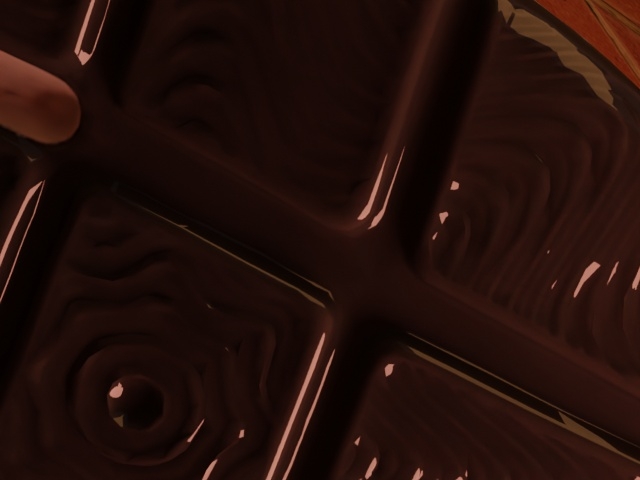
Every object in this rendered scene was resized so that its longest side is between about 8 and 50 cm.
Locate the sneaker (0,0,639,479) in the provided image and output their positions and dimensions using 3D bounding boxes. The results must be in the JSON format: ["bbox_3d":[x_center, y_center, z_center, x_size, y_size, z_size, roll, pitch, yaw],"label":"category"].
[{"bbox_3d":[-0.088,-0.061,0.484,0.448,0.169,0.257,23,15,3],"label":"sneaker"}]
